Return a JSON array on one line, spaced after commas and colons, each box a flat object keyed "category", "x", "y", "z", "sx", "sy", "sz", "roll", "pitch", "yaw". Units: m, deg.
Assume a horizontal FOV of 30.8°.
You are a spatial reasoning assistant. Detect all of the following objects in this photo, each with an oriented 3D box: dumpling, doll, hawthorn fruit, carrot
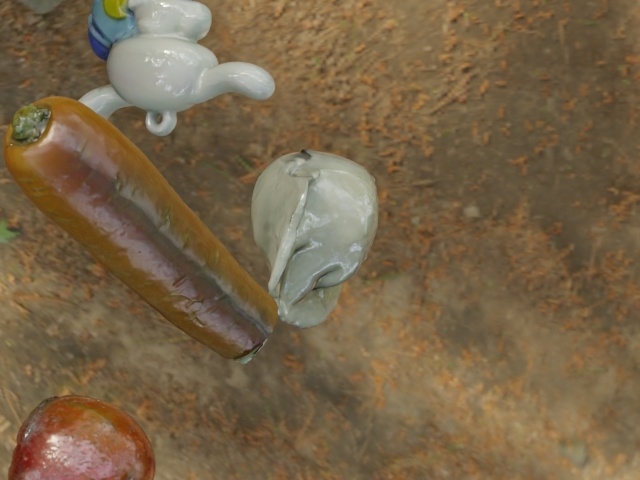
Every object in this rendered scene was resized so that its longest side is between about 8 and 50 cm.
[{"category": "dumpling", "x": 0.004, "y": 0.000, "z": 1.481, "sx": 0.243, "sy": 0.175, "sz": 0.227, "roll": 4, "pitch": 92, "yaw": -42}, {"category": "doll", "x": -0.264, "y": -0.350, "z": 1.900, "sx": 0.375, "sy": 0.187, "sz": 0.366, "roll": -7, "pitch": 84, "yaw": 7}, {"category": "hawthorn fruit", "x": -0.285, "y": 0.273, "z": 1.395, "sx": 0.172, "sy": 0.173, "sz": 0.173, "roll": -3, "pitch": 96, "yaw": -26}, {"category": "carrot", "x": -0.108, "y": -0.006, "z": 0.701, "sx": 0.067, "sy": 0.067, "sz": 0.225, "roll": -52, "pitch": 130, "yaw": -13}]
